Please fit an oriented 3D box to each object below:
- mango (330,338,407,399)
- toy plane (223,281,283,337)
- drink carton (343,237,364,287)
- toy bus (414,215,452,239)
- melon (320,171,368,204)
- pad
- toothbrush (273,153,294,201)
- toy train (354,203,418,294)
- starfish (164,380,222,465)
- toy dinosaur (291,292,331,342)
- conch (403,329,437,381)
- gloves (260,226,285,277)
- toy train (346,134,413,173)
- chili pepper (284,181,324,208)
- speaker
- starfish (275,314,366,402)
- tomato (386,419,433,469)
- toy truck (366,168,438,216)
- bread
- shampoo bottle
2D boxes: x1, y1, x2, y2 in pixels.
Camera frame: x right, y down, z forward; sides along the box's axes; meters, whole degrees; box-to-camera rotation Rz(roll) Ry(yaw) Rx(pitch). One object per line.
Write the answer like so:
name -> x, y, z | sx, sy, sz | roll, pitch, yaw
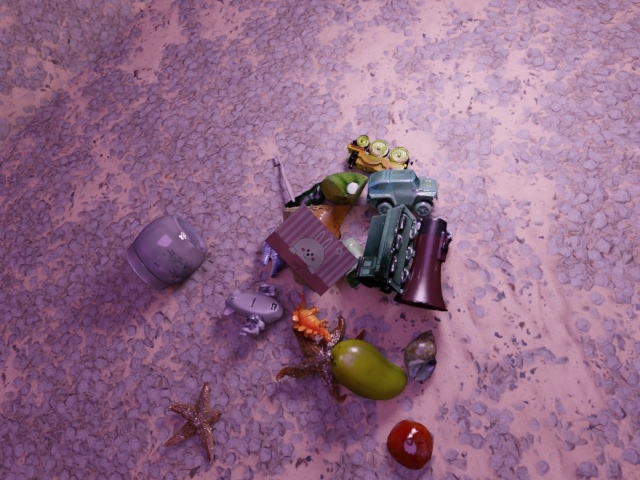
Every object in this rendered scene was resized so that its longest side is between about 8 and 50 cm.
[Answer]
mango -> 0.165, 0.457, 1.465 | 0.292, 0.143, 0.175 | 29, 81, -8
toy plane -> -0.268, 0.270, 1.675 | 0.251, 0.118, 0.253 | -5, 50, 6
drink carton -> 0.134, 0.076, 1.652 | 0.144, 0.146, 0.142 | -33, 57, -2
toy bus -> 0.430, -0.022, 1.650 | 0.174, 0.077, 0.079 | 26, 77, 20
melon -> 0.107, -0.214, 1.661 | 0.195, 0.323, 0.124 | -1, 89, -5
pad -> -0.030, 0.038, 1.532 | 0.202, 0.005, 0.300 | -43, 100, 4
toothbrush -> -0.164, -0.283, 1.893 | 0.029, 0.025, 0.308 | -28, 55, 10
toy train -> 0.235, 0.032, 1.492 | 0.178, 0.138, 0.331 | -5, 59, 39
starfish -> -0.481, 0.702, 1.593 | 0.230, 0.048, 0.296 | -12, 68, -3
toy dinosaur -> -0.053, 0.302, 1.599 | 0.117, 0.071, 0.288 | -32, 45, -15
conch -> 0.353, 0.408, 1.488 | 0.115, 0.106, 0.173 | 8, 89, -7
gloves -> -0.192, 0.049, 1.750 | 0.119, 0.097, 0.230 | 10, 64, -23
toy train -> 0.245, -0.348, 1.809 | 0.295, 0.100, 0.161 | 23, 77, 20
chili pepper -> -0.063, -0.174, 1.833 | 0.224, 0.061, 0.098 | -35, 66, -4
speaker -> 0.364, 0.093, 1.568 | 0.198, 0.259, 0.330 | 18, 72, -27
starfish -> 0.008, 0.441, 1.558 | 0.374, 0.094, 0.328 | -17, 64, 0
tomato -> 0.303, 0.684, 1.406 | 0.155, 0.069, 0.156 | -4, 67, 10
toy truck -> 0.325, -0.192, 1.672 | 0.278, 0.156, 0.155 | 1, 34, 13
bread -> 0.000, 0.000, 1.689 | 0.278, 0.248, 0.316 | -21, 105, -32
shampoo bottle -> -0.643, 0.049, 1.762 | 0.266, 0.273, 0.273 | -40, 66, 2
